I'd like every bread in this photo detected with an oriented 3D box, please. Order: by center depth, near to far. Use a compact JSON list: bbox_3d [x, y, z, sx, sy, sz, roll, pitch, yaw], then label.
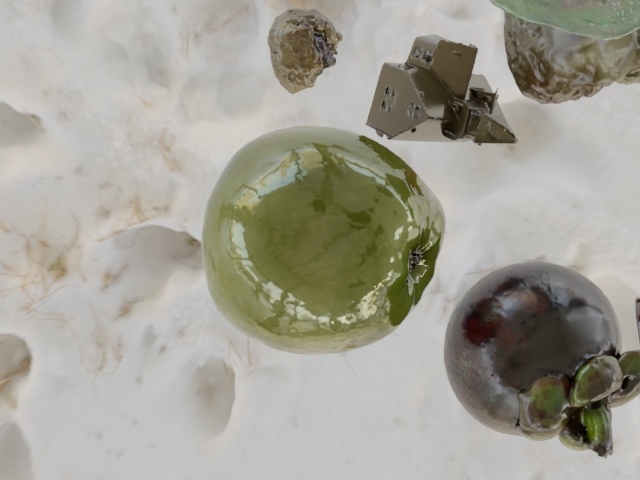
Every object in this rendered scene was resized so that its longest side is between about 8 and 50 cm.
[{"bbox_3d":[-0.018,-0.222,1.171,0.060,0.113,0.082,-12,122,29],"label":"bread"}]

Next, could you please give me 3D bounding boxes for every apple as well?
[{"bbox_3d":[0.000,0.000,1.561,0.358,0.357,0.357,0,89,-4],"label":"apple"}]

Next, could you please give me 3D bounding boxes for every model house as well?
[{"bbox_3d":[0.225,-0.214,1.624,0.181,0.248,0.176,-3,115,-39],"label":"model house"}]

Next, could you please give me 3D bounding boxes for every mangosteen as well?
[{"bbox_3d":[0.345,0.184,1.654,0.311,0.311,0.311,0,89,-4],"label":"mangosteen"}]

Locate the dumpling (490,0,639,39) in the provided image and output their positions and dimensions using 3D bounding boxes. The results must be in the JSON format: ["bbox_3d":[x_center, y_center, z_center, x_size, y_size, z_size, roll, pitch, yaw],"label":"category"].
[{"bbox_3d":[0.253,-0.275,1.034,0.217,0.149,0.104,-32,136,-18],"label":"dumpling"}]

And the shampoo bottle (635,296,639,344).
[{"bbox_3d":[0.417,0.064,0.921,0.260,0.102,0.064,-13,112,19],"label":"shampoo bottle"}]

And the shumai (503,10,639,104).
[{"bbox_3d":[0.402,-0.338,1.455,0.217,0.283,0.346,27,102,-16],"label":"shumai"}]
